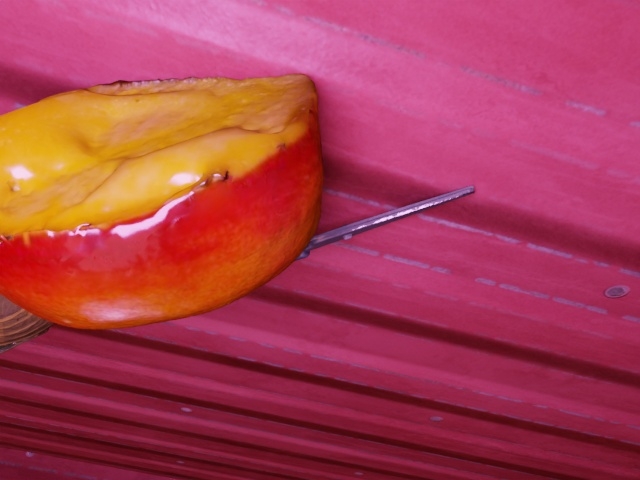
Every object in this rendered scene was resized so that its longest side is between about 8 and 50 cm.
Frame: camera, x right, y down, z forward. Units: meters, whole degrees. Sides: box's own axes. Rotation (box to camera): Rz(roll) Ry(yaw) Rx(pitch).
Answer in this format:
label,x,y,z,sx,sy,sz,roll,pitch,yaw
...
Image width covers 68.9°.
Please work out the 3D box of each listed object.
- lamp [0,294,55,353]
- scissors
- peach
label,x,y,z,sx,sy,sz,roll,pitch,yaw
lamp,-0.480,0.027,0.693,0.250,0.250,0.284,43,169,-35
scissors,0.000,0.000,0.679,0.447,0.029,0.192,-19,171,17
peach,-0.186,-0.034,0.516,0.380,0.306,0.242,0,133,2
